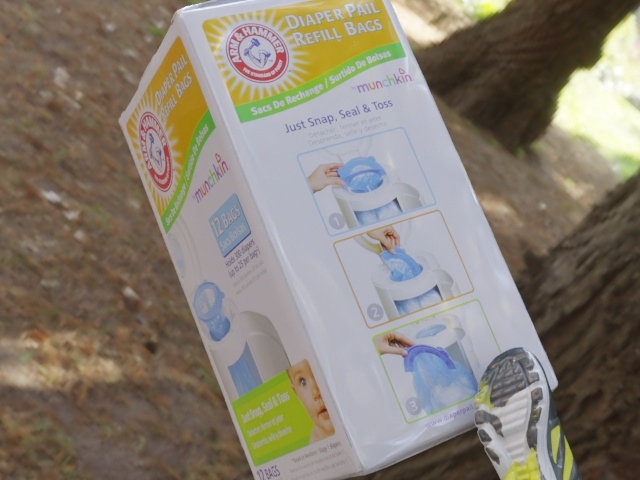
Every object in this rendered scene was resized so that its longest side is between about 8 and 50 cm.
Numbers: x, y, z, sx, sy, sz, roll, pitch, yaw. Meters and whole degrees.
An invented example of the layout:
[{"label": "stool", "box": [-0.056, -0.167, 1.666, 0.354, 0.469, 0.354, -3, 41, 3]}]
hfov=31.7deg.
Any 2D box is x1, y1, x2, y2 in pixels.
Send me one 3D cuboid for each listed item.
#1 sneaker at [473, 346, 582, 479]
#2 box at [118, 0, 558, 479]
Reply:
[{"label": "sneaker", "box": [0.083, 0.084, 0.441, 0.035, 0.031, 0.083, 27, 52, -50]}, {"label": "box", "box": [0.000, 0.000, 0.512, 0.103, 0.114, 0.203, -17, 80, -28]}]
